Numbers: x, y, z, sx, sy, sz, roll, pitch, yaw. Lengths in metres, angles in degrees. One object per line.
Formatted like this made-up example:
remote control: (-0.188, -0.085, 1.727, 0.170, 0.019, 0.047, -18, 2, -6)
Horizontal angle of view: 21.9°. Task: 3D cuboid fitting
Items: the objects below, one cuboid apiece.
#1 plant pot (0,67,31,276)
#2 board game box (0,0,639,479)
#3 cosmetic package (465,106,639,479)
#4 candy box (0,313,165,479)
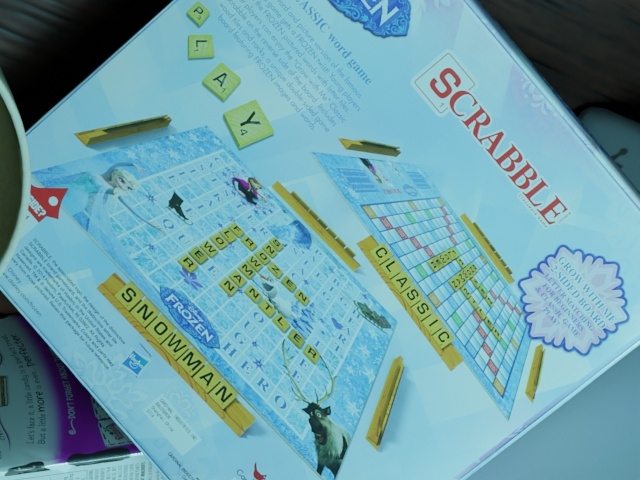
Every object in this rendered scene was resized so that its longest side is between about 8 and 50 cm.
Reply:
plant pot: (-0.300, -0.077, 0.809, 0.284, 0.191, 0.284, -12, 137, -12)
board game box: (0.000, 0.000, 0.952, 0.318, 0.066, 0.318, -39, 94, 12)
cosmetic package: (0.268, 0.184, 1.134, 0.327, 0.329, 0.393, -50, 137, -12)
candy box: (-0.203, 0.121, 1.067, 0.233, 0.159, 0.071, -5, 125, -17)
